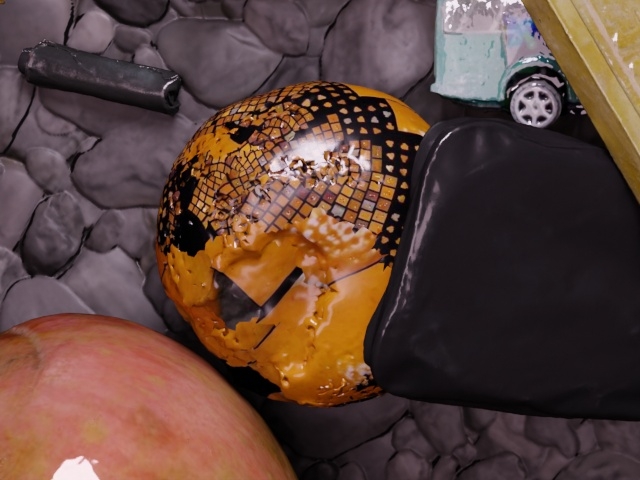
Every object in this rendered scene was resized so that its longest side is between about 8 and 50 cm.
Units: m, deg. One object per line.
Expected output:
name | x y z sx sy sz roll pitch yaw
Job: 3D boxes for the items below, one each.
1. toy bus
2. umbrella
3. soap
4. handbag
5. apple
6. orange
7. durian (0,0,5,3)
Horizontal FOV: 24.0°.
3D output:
toy bus | 0.209 -0.130 1.056 0.261 0.091 0.109 0 94 9
umbrella | -0.169 -0.127 1.159 0.133 0.031 0.036 13 77 9
soap | 0.227 -0.078 0.973 0.092 0.037 0.252 -32 92 -20
handbag | 0.184 0.029 1.027 0.332 0.075 0.192 9 100 -31
apple | -0.172 0.240 1.073 0.363 0.364 0.364 2 101 11
orange | 0.000 0.000 1.069 0.234 0.182 0.234 1 105 5
durian | -0.362 -0.193 1.135 0.249 0.183 0.138 33 142 0
